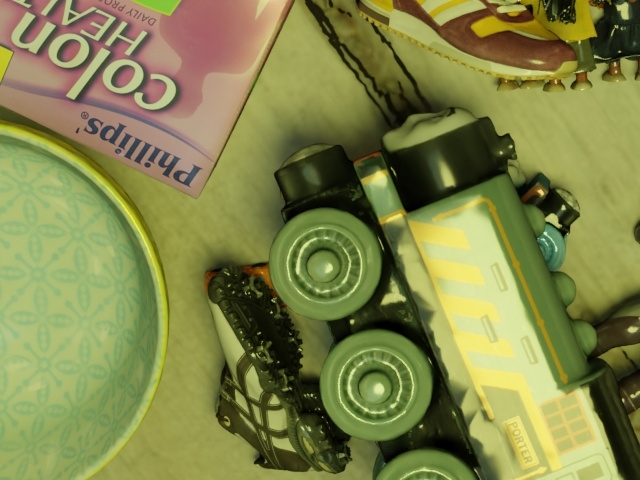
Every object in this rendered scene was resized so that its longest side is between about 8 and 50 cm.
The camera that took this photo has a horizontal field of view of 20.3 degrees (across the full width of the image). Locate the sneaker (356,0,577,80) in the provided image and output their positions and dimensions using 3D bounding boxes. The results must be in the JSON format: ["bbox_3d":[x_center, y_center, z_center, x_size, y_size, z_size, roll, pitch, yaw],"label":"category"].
[{"bbox_3d":[0.104,-0.170,1.240,0.185,0.069,0.084,27,110,34],"label":"sneaker"}]

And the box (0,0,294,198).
[{"bbox_3d":[-0.126,-0.190,1.263,0.213,0.117,0.243,26,106,-3],"label":"box"}]

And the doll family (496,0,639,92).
[{"bbox_3d":[0.204,-0.166,1.273,0.193,0.076,0.111,-4,101,0],"label":"doll family"}]

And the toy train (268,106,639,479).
[{"bbox_3d":[0.092,0.073,1.236,0.190,0.142,0.334,-23,90,4],"label":"toy train"}]

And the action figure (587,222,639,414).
[{"bbox_3d":[0.261,0.067,1.322,0.285,0.099,0.185,-27,95,7],"label":"action figure"}]

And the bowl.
[{"bbox_3d":[-0.242,0.037,1.314,0.289,0.156,0.289,1,105,4],"label":"bowl"}]

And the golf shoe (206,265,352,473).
[{"bbox_3d":[-0.052,0.108,1.345,0.094,0.077,0.198,-14,122,24],"label":"golf shoe"}]

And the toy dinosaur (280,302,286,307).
[{"bbox_3d":[0.000,0.000,1.331,0.047,0.090,0.082,17,151,10],"label":"toy dinosaur"}]

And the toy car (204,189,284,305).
[{"bbox_3d":[-0.055,0.004,1.351,0.060,0.040,0.122,10,106,1],"label":"toy car"}]

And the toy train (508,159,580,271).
[{"bbox_3d":[0.104,0.013,1.325,0.105,0.080,0.184,45,104,-2],"label":"toy train"}]
